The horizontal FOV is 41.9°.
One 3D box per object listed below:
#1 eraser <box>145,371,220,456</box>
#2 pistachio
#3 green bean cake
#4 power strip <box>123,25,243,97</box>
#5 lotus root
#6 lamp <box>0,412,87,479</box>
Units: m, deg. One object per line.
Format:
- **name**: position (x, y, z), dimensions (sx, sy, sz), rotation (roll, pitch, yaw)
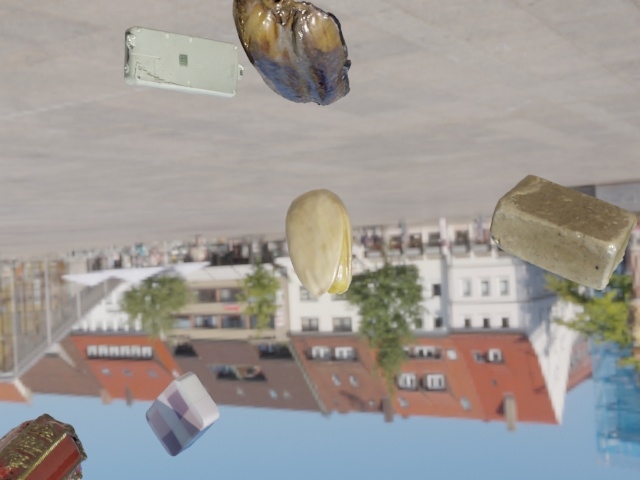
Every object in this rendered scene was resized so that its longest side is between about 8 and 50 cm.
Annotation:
- **eraser**: position (-0.158, 0.198, 0.949), dimensions (0.026, 0.065, 0.105), rotation (-27, 163, -45)
- **pistachio**: position (0.000, 0.000, 1.508), dimensions (0.117, 0.200, 0.145), rotation (5, 152, -25)
- **green bean cake**: position (0.339, -0.015, 1.175), dimensions (0.179, 0.085, 0.109), rotation (23, -139, 23)
- **power strip**: position (-0.196, -0.253, 1.198), dimensions (0.192, 0.081, 0.035), rotation (0, -177, -41)
- **lotus root**: position (-0.044, -0.246, 1.180), dimensions (0.167, 0.078, 0.329), rotation (24, 173, 13)
- **lamp**: position (-0.553, 0.442, 1.549), dimensions (0.177, 0.177, 0.274), rotation (-3, -163, 16)
